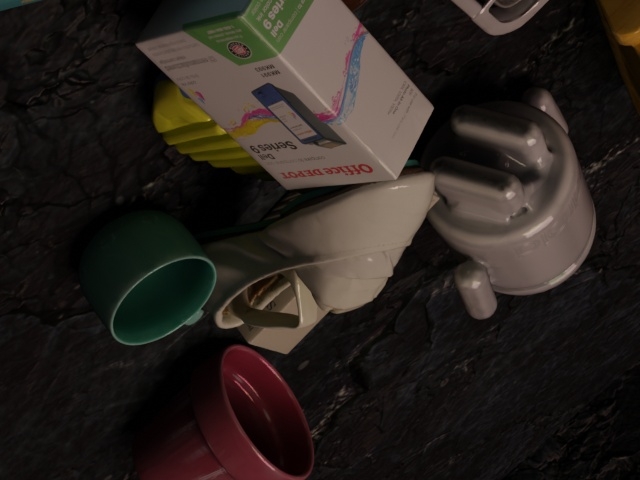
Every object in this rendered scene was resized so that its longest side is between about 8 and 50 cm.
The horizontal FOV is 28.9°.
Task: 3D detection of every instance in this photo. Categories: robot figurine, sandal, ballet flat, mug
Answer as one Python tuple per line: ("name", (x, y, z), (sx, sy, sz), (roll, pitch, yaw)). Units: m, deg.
("robot figurine", (0.245, -0.048, 1.603), (0.299, 0.200, 0.353), (-64, 154, -9))
("sandal", (-0.041, -0.129, 1.257), (0.317, 0.126, 0.138), (15, 83, -49))
("ballet flat", (-0.007, 0.021, 1.269), (0.139, 0.139, 0.400), (-18, 180, -36))
("mug", (-0.189, 0.039, 1.311), (0.130, 0.097, 0.157), (-25, 149, -27))

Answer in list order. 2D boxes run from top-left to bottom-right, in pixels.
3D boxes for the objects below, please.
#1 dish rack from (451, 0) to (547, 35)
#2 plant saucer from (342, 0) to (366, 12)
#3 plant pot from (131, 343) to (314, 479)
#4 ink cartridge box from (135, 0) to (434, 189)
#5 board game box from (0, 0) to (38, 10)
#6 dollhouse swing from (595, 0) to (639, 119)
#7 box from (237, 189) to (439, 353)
("dish rack", (0.200, -0.368, 1.223), (0.285, 0.072, 0.333), (-46, 152, 14))
("plant saucer", (-0.013, -0.242, 1.123), (0.169, 0.029, 0.168), (-10, 152, -5))
("plant pot", (-0.137, 0.262, 1.620), (0.180, 0.201, 0.201), (-32, 155, 17))
("ink cartridge box", (-0.028, -0.144, 1.076), (0.212, 0.154, 0.093), (42, 63, -33))
("board game box", (-0.132, -0.233, 0.851), (0.336, 0.079, 0.254), (-22, -170, -30))
("dollhouse swing", (0.525, -0.232, 1.571), (0.315, 0.305, 0.347), (-42, 151, 3))
("box", (0.000, 0.000, 1.473), (0.275, 0.113, 0.094), (-47, 151, 10))
